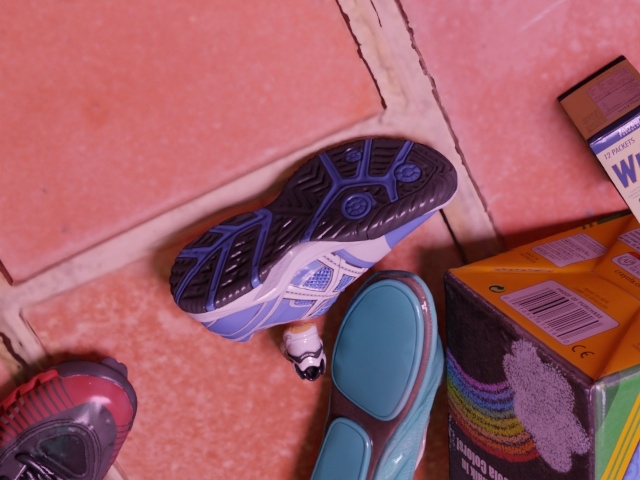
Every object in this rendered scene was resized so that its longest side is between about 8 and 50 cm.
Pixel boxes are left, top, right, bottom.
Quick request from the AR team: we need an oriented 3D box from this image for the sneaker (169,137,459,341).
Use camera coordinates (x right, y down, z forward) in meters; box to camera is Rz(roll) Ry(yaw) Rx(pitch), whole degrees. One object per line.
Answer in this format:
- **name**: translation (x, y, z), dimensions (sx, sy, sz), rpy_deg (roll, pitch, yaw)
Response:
- **sneaker**: translation (0.000, 0.000, 1.031), dimensions (0.211, 0.080, 0.081), rpy_deg (-26, 142, 4)

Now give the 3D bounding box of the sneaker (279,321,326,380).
- **sneaker**: translation (-0.012, 0.085, 1.061), dimensions (0.031, 0.083, 0.037), rpy_deg (-16, 75, 1)

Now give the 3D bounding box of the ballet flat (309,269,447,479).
- **ballet flat**: translation (0.049, 0.118, 1.091), dimensions (0.087, 0.083, 0.247), rpy_deg (-19, 132, -46)

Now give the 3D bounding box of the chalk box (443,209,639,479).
- **chalk box**: translation (0.208, 0.155, 1.045), dimensions (0.179, 0.180, 0.289), rpy_deg (-18, 122, -23)

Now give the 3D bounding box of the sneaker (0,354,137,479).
- **sneaker**: translation (-0.229, 0.201, 1.059), dimensions (0.097, 0.135, 0.276), rpy_deg (40, 104, -21)

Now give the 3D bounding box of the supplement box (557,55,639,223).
- **supplement box**: translation (0.214, -0.067, 1.010), dimensions (0.056, 0.083, 0.083), rpy_deg (-33, 116, 10)
